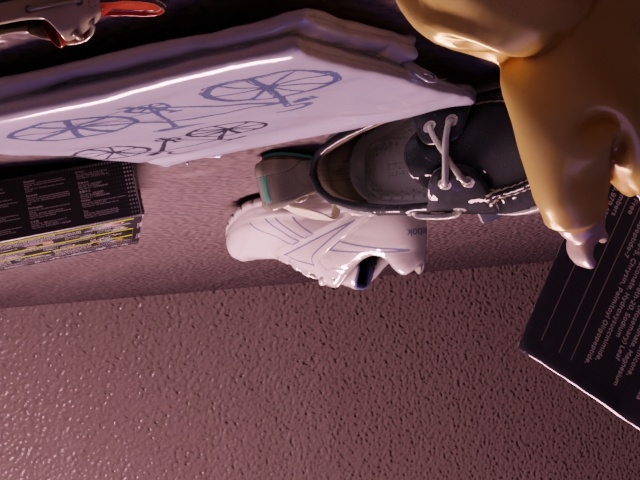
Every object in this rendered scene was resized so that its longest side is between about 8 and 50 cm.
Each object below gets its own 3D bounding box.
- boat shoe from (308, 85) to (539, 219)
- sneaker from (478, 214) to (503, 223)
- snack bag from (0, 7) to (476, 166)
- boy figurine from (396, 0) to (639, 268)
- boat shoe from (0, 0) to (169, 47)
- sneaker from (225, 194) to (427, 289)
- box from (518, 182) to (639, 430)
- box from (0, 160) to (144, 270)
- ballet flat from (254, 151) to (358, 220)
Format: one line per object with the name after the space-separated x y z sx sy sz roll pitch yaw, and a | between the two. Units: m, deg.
0.104 -0.067 1.058 0.091 0.114 0.302 -8 176 -35 | boat shoe
0.241 -0.070 1.242 0.226 0.086 0.163 12 151 -43 | sneaker
-0.074 -0.101 0.919 0.323 0.037 0.342 -9 176 26 | snack bag
0.152 -0.075 0.654 0.285 0.177 0.092 30 166 -24 | boy figurine
-0.139 -0.119 0.643 0.137 0.043 0.049 -5 172 -30 | boat shoe
0.000 0.000 1.495 0.297 0.129 0.111 -11 175 41 | sneaker
0.374 0.068 0.874 0.343 0.179 0.312 0 -154 -47 | box
-0.312 -0.012 1.245 0.270 0.060 0.216 -12 174 -10 | box
0.022 -0.054 1.301 0.213 0.068 0.072 -2 172 -40 | ballet flat
